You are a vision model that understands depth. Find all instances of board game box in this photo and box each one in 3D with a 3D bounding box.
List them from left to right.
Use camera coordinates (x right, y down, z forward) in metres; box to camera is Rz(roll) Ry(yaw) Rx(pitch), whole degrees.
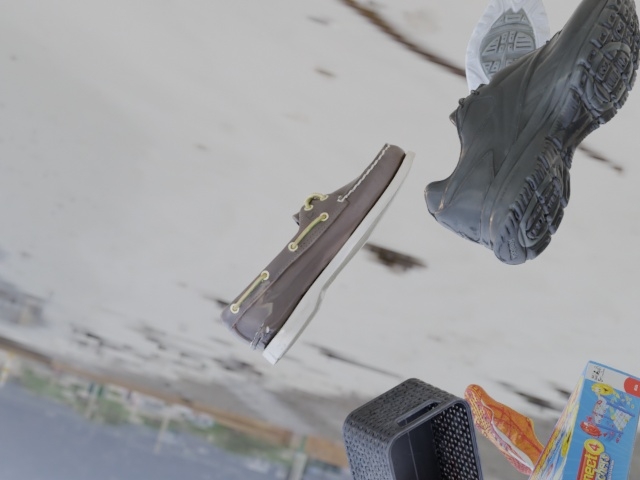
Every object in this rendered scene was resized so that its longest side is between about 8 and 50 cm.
[{"bbox_3d":[0.335,0.376,2.101,0.086,0.302,0.308,20,132,4],"label":"board game box"}]

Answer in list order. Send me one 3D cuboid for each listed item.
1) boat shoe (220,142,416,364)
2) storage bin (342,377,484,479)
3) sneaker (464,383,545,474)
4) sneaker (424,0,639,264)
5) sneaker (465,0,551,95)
[{"bbox_3d":[0.000,0.000,1.932,0.096,0.324,0.116,35,174,5],"label":"boat shoe"},{"bbox_3d":[0.107,0.260,1.703,0.122,0.180,0.084,-26,-154,-29],"label":"storage bin"},{"bbox_3d":[0.291,0.288,2.396,0.175,0.067,0.064,49,155,-7],"label":"sneaker"},{"bbox_3d":[0.190,-0.123,1.385,0.130,0.286,0.109,22,163,36],"label":"sneaker"},{"bbox_3d":[0.201,-0.173,1.710,0.090,0.232,0.115,9,-165,3],"label":"sneaker"}]
